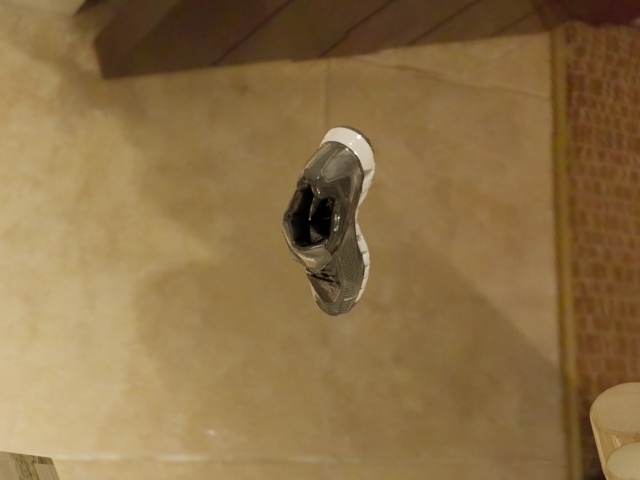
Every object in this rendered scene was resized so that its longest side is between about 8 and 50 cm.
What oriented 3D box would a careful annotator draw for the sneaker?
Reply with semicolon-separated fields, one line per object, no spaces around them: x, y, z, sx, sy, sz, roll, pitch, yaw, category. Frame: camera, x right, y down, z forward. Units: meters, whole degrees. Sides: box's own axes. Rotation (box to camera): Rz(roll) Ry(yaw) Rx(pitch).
0.000;0.000;1.105;0.078;0.234;0.106;24;43;24;sneaker

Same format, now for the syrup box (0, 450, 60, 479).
-0.284;0.242;0.901;0.096;0.237;0.093;-24;78;-5;syrup box

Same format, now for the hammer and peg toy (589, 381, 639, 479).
0.295;0.142;0.587;0.266;0.361;0.127;-26;115;1;hammer and peg toy
